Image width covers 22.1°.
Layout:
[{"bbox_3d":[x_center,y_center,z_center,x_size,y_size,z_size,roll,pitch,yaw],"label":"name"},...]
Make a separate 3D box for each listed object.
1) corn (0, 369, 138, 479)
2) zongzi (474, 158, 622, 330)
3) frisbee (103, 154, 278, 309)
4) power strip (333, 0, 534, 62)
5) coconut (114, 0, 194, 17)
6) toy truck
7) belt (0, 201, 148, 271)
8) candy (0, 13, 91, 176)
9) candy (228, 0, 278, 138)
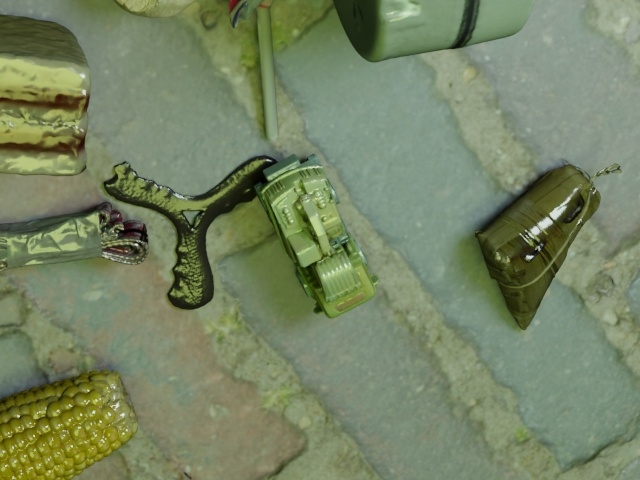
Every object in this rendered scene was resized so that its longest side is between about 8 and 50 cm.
[{"bbox_3d":[-0.376,0.253,1.866,0.347,0.130,0.130,-22,115,-5],"label":"corn"},{"bbox_3d":[0.284,0.003,1.951,0.189,0.081,0.178,-40,137,-10],"label":"zongzi"},{"bbox_3d":[-0.161,-0.029,1.858,0.187,0.012,0.211,23,107,-19],"label":"frisbee"},{"bbox_3d":[0.088,-0.360,1.605,0.161,0.357,0.357,-12,114,-8],"label":"power strip"},{"bbox_3d":[-0.170,-0.296,1.690,0.110,0.110,0.124,1,115,-13],"label":"coconut"},{"bbox_3d":[0.000,0.000,1.841,0.085,0.116,0.191,-26,120,-2],"label":"toy truck"},{"bbox_3d":[-0.307,-0.001,1.810,0.232,0.053,0.071,-6,111,-7],"label":"belt"},{"bbox_3d":[-0.397,-0.158,1.660,0.320,0.179,0.135,3,112,-13],"label":"candy"},{"bbox_3d":[-0.063,-0.270,1.743,0.124,0.124,0.365,-8,125,-9],"label":"candy"}]
